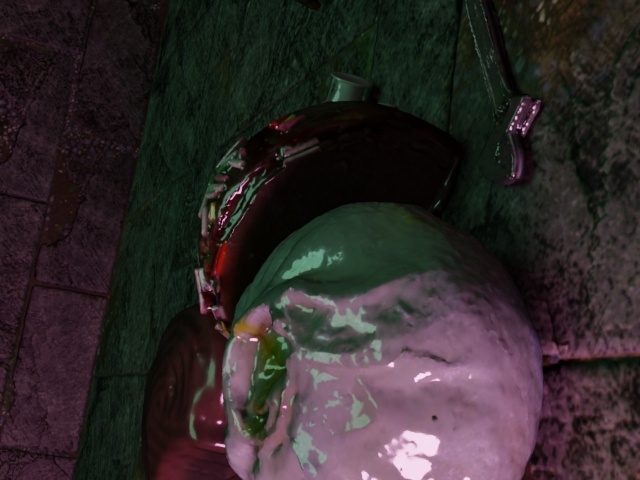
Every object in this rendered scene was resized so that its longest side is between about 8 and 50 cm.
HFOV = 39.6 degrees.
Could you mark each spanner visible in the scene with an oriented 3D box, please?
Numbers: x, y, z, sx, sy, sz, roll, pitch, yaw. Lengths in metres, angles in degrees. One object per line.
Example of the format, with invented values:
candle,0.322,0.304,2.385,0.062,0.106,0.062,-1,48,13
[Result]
spanner,0.183,-0.186,0.947,0.093,0.026,0.325,125,151,-44

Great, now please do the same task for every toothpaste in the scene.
toothpaste,-0.001,-0.079,1.280,0.100,0.066,0.323,-127,49,-57

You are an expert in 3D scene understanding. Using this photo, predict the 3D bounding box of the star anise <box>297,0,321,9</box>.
star anise,0.033,-0.452,1.287,0.237,0.148,0.346,-33,30,56

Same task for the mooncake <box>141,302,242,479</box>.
mooncake,-0.166,0.257,1.337,0.326,0.174,0.334,-10,67,64

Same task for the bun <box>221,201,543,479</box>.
bun,0.029,0.137,0.826,0.362,0.211,0.362,-4,85,55

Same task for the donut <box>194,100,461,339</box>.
donut,-0.018,-0.008,1.013,0.345,0.259,0.136,-68,30,22
